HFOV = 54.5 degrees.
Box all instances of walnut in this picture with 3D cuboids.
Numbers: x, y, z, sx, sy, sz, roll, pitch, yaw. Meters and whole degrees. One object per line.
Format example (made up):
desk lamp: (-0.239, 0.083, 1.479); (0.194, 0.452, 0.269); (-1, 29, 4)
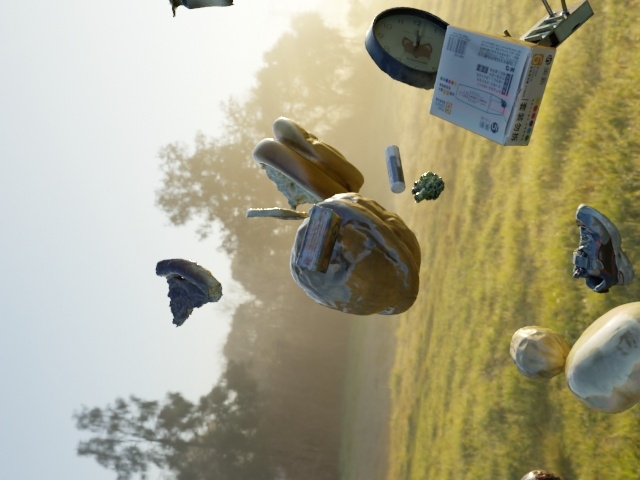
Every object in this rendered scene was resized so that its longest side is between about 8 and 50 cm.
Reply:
walnut: (0.106, 0.040, 1.797); (0.383, 0.383, 0.384); (-173, 90, -90)

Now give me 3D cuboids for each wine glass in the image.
wine glass: (-0.289, -0.586, 1.501); (0.072, 0.155, 0.072); (164, 90, -78)

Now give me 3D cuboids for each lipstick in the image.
lipstick: (0.190, -0.181, 1.587); (0.040, 0.040, 0.141); (97, 172, -51)

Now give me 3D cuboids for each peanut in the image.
peanut: (0.744, 0.374, 2.111); (0.387, 0.192, 0.170); (6, -99, -76)

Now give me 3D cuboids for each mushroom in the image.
mushroom: (0.870, 0.355, 1.777); (0.353, 0.324, 0.354); (32, -128, -52)

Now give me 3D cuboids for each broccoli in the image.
broccoli: (0.276, -0.136, 1.631); (0.097, 0.092, 0.095); (42, 157, 34)

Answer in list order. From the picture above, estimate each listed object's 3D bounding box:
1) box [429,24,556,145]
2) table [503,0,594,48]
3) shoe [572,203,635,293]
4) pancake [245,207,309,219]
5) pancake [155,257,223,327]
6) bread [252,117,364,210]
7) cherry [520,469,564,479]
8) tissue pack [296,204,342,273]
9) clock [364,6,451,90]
box: (0.377, -0.352, 1.406); (0.274, 0.091, 0.221); (44, 132, 48)
table: (0.508, -0.503, 1.481); (0.240, 0.111, 0.121); (-42, 20, -11)
shoe: (0.597, 0.029, 1.377); (0.228, 0.125, 0.099); (56, -176, -19)
pancake: (-0.101, -0.062, 1.471); (0.151, 0.151, 0.025); (136, 135, -89)
pancake: (-0.408, 0.166, 1.857); (0.057, 0.266, 0.245); (-12, -55, -51)
bread: (-0.047, -0.258, 2.338); (0.245, 0.423, 0.329); (-54, -5, -23)
cherry: (0.680, 0.801, 1.882); (0.195, 0.194, 0.195); (-173, 90, -90)
tissue pack: (0.000, 0.000, 1.461); (0.108, 0.060, 0.148); (28, -102, -72)
clock: (0.301, -0.609, 1.954); (0.067, 0.324, 0.325); (113, 167, -53)
